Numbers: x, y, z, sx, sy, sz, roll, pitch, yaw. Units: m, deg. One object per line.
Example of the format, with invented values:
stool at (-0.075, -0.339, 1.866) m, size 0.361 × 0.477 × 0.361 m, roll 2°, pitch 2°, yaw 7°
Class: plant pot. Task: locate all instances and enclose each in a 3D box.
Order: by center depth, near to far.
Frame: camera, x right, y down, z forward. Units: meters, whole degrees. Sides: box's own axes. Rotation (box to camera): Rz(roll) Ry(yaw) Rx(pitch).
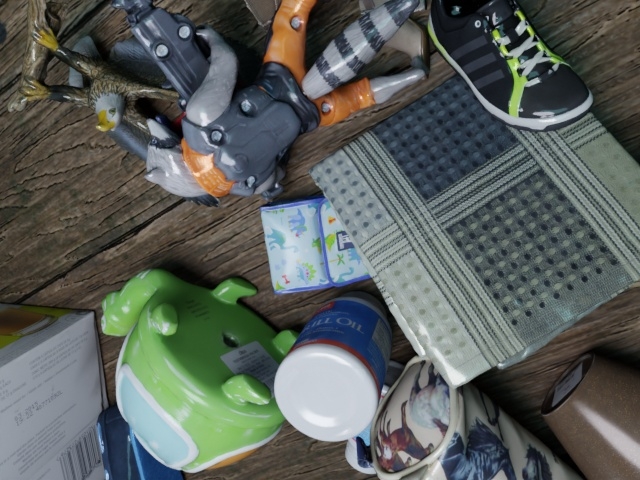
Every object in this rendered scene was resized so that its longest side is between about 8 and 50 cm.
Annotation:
plant pot at (0.409, 0.255, 0.591) m, size 0.230 × 0.215 × 0.215 m, roll 38°, pitch 111°, yaw 18°

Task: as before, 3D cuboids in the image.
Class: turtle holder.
turtle holder at (-0.196, 0.187, 0.689) m, size 0.320 × 0.243 × 0.227 m, roll 32°, pitch 110°, yaw -10°

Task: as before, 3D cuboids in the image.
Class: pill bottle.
pill bottle at (0.030, 0.148, 0.636) m, size 0.125 × 0.221 × 0.124 m, roll 4°, pitch 105°, yaw 13°
pill bottle at (0.088, 0.269, 0.725) m, size 0.087 × 0.087 × 0.160 m, roll 17°, pitch 108°, yaw 10°

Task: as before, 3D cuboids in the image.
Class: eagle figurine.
eagle figurine at (-0.252, -0.192, 0.663) m, size 0.299 × 0.225 × 0.226 m, roll 15°, pitch 155°, yaw -23°

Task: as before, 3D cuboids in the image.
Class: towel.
towel at (0.191, -0.037, 0.554) m, size 0.312 × 0.056 × 0.324 m, roll -32°, pitch 71°, yaw 4°

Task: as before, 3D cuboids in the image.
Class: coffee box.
coffee box at (-0.603, 0.323, 0.790) m, size 0.335 × 0.337 × 0.337 m, roll 3°, pitch 106°, yaw 14°

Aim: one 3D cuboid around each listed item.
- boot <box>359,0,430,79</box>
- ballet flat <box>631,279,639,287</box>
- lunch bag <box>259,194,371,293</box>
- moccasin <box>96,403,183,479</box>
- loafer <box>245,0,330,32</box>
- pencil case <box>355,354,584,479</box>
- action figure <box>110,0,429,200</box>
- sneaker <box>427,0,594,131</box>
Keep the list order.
boot at (0.093, -0.263, 0.609) m, size 0.087 × 0.042 × 0.118 m, roll 0°, pitch 103°, yaw 22°
ballet flat at (0.233, 0.031, 0.620) m, size 0.343 × 0.116 × 0.124 m, roll 9°, pitch 127°, yaw 13°
lunch bag at (0.000, 0.000, 0.678) m, size 0.151 × 0.096 × 0.128 m, roll -7°, pitch 100°, yaw 2°
moccasin at (-0.328, 0.460, 0.881) m, size 0.117 × 0.138 × 0.341 m, roll -8°, pitch 88°, yaw 21°
loafer at (-0.148, -0.393, 0.584) m, size 0.366 × 0.134 × 0.130 m, roll 43°, pitch 110°, yaw 1°
pencil case at (0.240, 0.337, 0.614) m, size 0.410 × 0.183 × 0.160 m, roll 42°, pitch 135°, yaw -13°
action figure at (-0.077, -0.181, 0.510) m, size 0.330 × 0.178 × 0.341 m, roll -42°, pitch 128°, yaw 5°
sneaker at (0.190, -0.211, 0.515) m, size 0.084 × 0.097 × 0.234 m, roll -37°, pitch 62°, yaw -2°
